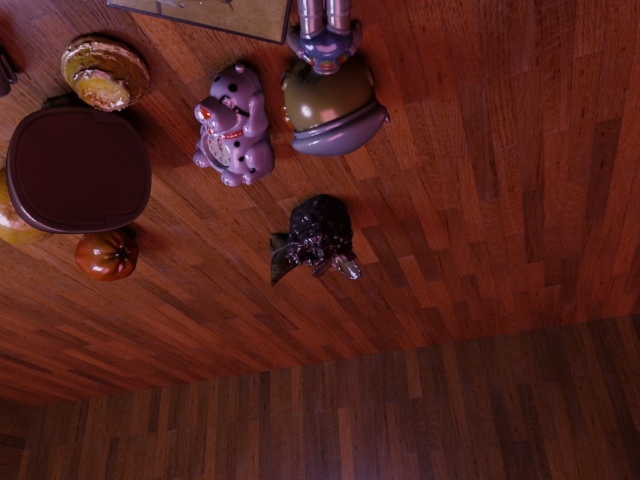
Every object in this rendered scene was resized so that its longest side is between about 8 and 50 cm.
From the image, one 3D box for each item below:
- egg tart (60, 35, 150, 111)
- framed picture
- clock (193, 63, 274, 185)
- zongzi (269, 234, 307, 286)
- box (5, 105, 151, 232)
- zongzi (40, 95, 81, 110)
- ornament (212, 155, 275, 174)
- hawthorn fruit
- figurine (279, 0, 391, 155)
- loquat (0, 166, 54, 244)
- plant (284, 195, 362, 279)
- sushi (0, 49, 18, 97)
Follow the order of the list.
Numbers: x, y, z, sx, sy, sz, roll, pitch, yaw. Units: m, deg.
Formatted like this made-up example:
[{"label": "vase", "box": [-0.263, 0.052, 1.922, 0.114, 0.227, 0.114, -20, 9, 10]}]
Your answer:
[{"label": "egg tart", "box": [-0.450, -0.334, 1.161, 0.191, 0.074, 0.191, -3, 152, -2]}, {"label": "framed picture", "box": [-0.210, -0.473, 0.949, 0.339, 0.014, 0.255, 11, 148, -7]}, {"label": "clock", "box": [-0.188, -0.267, 1.221, 0.189, 0.188, 0.253, 1, 144, -7]}, {"label": "zongzi", "box": [-0.069, 0.065, 1.767, 0.187, 0.184, 0.084, -2, 146, -2]}, {"label": "box", "box": [-0.558, -0.144, 1.266, 0.301, 0.300, 0.216, 17, 166, -31]}, {"label": "zongzi", "box": [-0.579, -0.294, 1.261, 0.076, 0.040, 0.083, -5, 168, 17]}, {"label": "ornament", "box": [-0.193, -0.205, 1.406, 0.156, 0.081, 0.075, 3, -177, -5]}, {"label": "hawthorn fruit", "box": [-0.657, 0.044, 1.696, 0.189, 0.189, 0.189, -2, 150, -1]}, {"label": "figurine", "box": [0.000, -0.321, 1.104, 0.225, 0.205, 0.381, -16, 140, 10]}, {"label": "loquat", "box": [-0.762, -0.092, 1.429, 0.208, 0.208, 0.208, -2, 150, -1]}, {"label": "plant", "box": [0.000, 0.000, 1.628, 0.204, 0.233, 0.178, 15, 151, -38]}, {"label": "sushi", "box": [-0.739, -0.359, 1.030, 0.124, 0.129, 0.332, -28, 142, 37]}]
